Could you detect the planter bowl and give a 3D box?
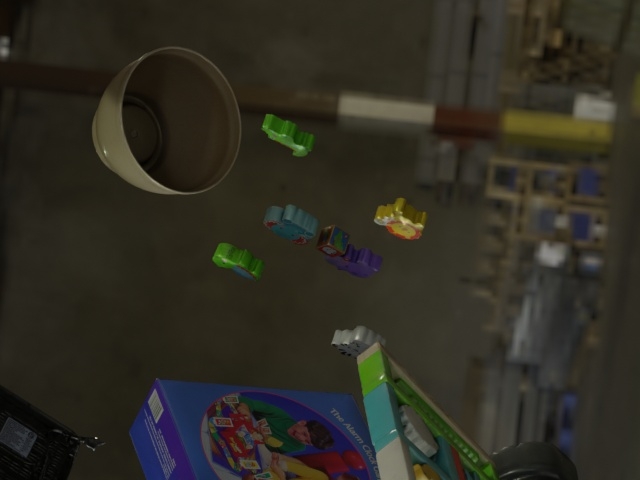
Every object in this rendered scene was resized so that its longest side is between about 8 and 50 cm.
[{"bbox_3d":[-0.184,-0.124,1.981,0.109,0.162,0.162,-11,66,48],"label":"planter bowl"}]

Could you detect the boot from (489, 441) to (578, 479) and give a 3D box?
[{"bbox_3d":[0.135,0.470,1.817,0.367,0.146,0.445,-41,37,37],"label":"boot"}]

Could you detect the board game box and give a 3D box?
[{"bbox_3d":[-0.021,0.287,1.721,0.078,0.233,0.347,-61,37,31],"label":"board game box"}]

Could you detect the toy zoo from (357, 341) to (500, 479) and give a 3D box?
[{"bbox_3d":[0.116,0.233,1.609,0.192,0.030,0.293,46,-165,-25],"label":"toy zoo"}]

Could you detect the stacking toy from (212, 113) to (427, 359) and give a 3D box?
[{"bbox_3d":[0.000,0.000,1.802,0.052,0.221,0.167,-18,46,52],"label":"stacking toy"}]

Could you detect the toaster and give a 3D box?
[{"bbox_3d":[-0.367,0.253,1.983,0.110,0.186,0.168,-19,41,55],"label":"toaster"}]
